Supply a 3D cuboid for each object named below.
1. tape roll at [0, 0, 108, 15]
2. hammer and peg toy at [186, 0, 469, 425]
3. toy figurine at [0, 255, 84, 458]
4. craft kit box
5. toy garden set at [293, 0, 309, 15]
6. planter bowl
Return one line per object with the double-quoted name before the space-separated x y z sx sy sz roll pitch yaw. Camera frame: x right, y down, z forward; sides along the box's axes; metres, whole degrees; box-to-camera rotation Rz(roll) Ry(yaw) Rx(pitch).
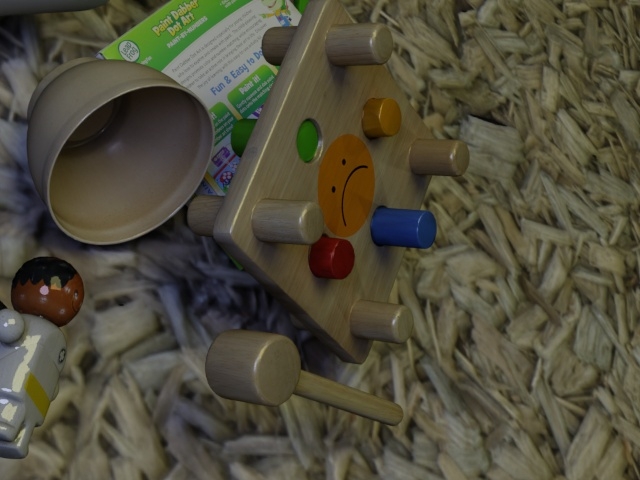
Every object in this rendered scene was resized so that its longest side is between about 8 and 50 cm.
"tape roll" -0.280 -0.315 1.057 0.169 0.246 0.246 -15 73 -48
"hammer and peg toy" 0.000 0.000 1.111 0.266 0.127 0.361 46 57 -48
"toy figurine" -0.276 0.055 0.818 0.213 0.209 0.148 31 55 -26
"craft kit box" -0.077 -0.138 1.231 0.246 0.061 0.250 53 48 -11
"toy garden set" -0.101 -0.301 1.373 0.244 0.049 0.204 25 49 -28
"planter bowl" -0.188 -0.092 1.070 0.162 0.162 0.109 -2 37 -44
